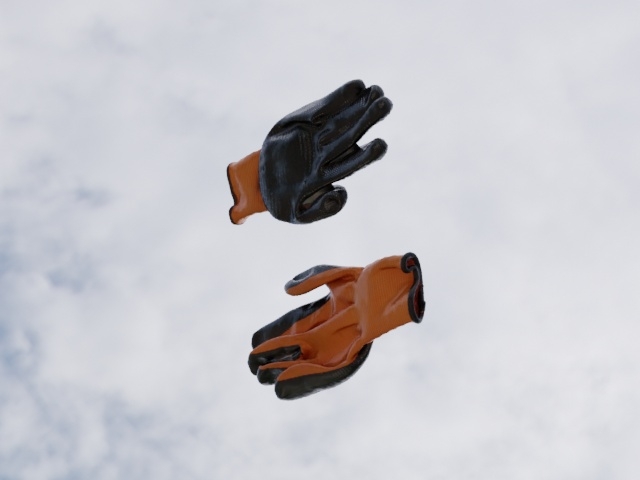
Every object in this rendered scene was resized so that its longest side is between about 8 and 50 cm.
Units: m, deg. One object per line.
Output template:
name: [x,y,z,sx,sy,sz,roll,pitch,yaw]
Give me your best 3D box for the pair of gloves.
pair of gloves: [0.000,0.000,0.371,0.074,0.010,0.083,-29,-121,45]
